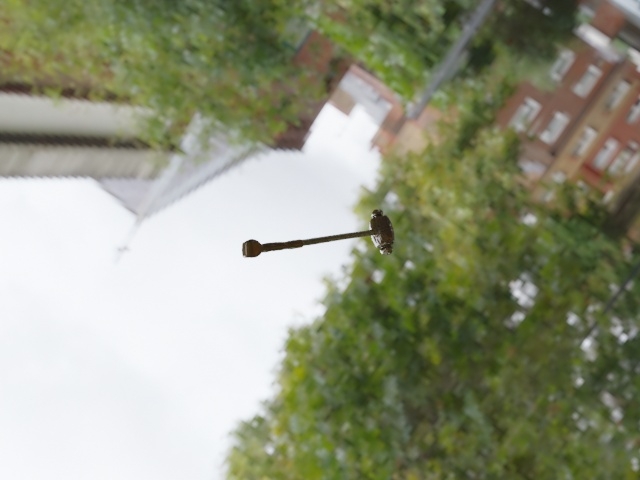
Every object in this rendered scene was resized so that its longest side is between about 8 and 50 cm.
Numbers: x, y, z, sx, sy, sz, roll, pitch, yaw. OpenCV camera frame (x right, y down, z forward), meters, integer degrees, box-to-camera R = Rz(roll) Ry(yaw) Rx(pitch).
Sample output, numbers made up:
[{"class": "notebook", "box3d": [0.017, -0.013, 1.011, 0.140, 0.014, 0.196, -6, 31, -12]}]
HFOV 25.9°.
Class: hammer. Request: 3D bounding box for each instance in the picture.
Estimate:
[{"class": "hammer", "box3d": [0.000, 0.000, 0.805, 0.123, 0.014, 0.029, -8, -102, -46]}]
